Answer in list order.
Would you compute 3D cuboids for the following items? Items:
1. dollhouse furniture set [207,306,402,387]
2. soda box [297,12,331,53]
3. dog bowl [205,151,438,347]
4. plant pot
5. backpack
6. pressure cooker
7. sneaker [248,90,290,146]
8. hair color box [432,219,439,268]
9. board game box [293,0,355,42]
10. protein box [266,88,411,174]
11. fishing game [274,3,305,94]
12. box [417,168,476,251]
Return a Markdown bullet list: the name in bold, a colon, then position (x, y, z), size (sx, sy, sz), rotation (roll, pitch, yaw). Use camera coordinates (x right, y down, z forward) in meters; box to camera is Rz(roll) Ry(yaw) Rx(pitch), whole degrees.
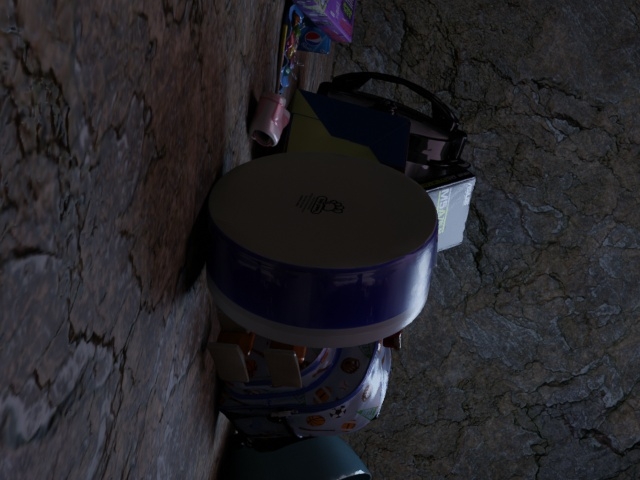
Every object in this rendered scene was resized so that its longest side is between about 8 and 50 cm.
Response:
- **dollhouse furniture set**: position (-0.012, 0.085, 1.038), size (0.135, 0.259, 0.262), rotation (83, 14, -49)
- **soda box**: position (-0.001, -0.496, 1.581), size (0.067, 0.071, 0.210), rotation (93, 5, -51)
- **dog bowl**: position (0.000, 0.000, 0.847), size (0.265, 0.265, 0.104), rotation (-79, 175, -56)
- **plant pot**: position (-0.074, 0.453, 1.445), size (0.195, 0.290, 0.290), rotation (57, -21, 28)
- **backpack**: position (-0.022, 0.191, 1.192), size (0.213, 0.263, 0.276), rotation (70, 24, -52)
- **pressure cooker**: position (0.131, -0.182, 1.751), size (0.375, 0.370, 0.420), rotation (48, -54, 53)
- **sneaker**: position (-0.078, -0.170, 1.081), size (0.134, 0.051, 0.070), rotation (118, -11, -86)
- **hair color box**: position (0.054, 0.036, 1.531), size (0.374, 0.185, 0.113), rotation (-33, -140, 49)
- **board game box**: position (0.014, -0.500, 1.325), size (0.347, 0.056, 0.208), rotation (-7, 100, -77)
- **protein box**: position (0.018, -0.130, 1.237), size (0.201, 0.200, 0.136), rotation (136, -34, -68)
- **fishing game**: position (-0.046, -0.360, 1.339), size (0.264, 0.041, 0.189), rotation (-78, 179, -67)
- **box**: position (0.251, -0.053, 1.636), size (0.045, 0.184, 0.190), rotation (49, -35, 44)
